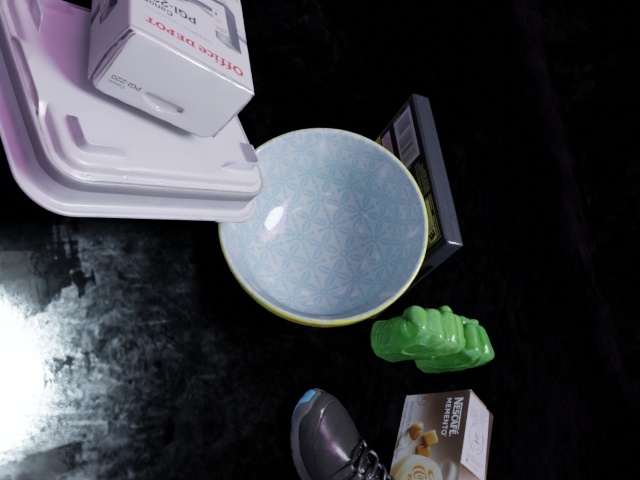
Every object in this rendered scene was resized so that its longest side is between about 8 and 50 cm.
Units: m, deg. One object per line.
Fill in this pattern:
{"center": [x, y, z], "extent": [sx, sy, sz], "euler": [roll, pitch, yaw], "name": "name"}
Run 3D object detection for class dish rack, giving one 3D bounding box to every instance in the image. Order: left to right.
{"center": [-0.210, -0.160, 0.759], "extent": [0.333, 0.072, 0.286], "euler": [-1, 62, -51], "name": "dish rack"}

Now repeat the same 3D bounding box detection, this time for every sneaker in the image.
{"center": [0.073, 0.364, 0.951], "extent": [0.125, 0.139, 0.341], "euler": [-40, 109, -49], "name": "sneaker"}

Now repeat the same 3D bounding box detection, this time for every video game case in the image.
{"center": [0.117, -0.050, 1.029], "extent": [0.035, 0.248, 0.275], "euler": [10, 56, -25], "name": "video game case"}

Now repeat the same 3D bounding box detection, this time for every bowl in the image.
{"center": [0.000, 0.000, 0.942], "extent": [0.156, 0.289, 0.289], "euler": [100, -7, -68], "name": "bowl"}

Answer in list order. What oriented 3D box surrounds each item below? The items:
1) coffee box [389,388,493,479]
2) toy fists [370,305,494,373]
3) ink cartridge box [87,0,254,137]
{"center": [0.204, 0.393, 1.110], "extent": [0.098, 0.141, 0.246], "euler": [48, 45, -31], "name": "coffee box"}
{"center": [0.223, 0.185, 1.205], "extent": [0.279, 0.142, 0.096], "euler": [27, 57, -45], "name": "toy fists"}
{"center": [-0.171, -0.245, 0.736], "extent": [0.158, 0.092, 0.218], "euler": [21, 47, -39], "name": "ink cartridge box"}
